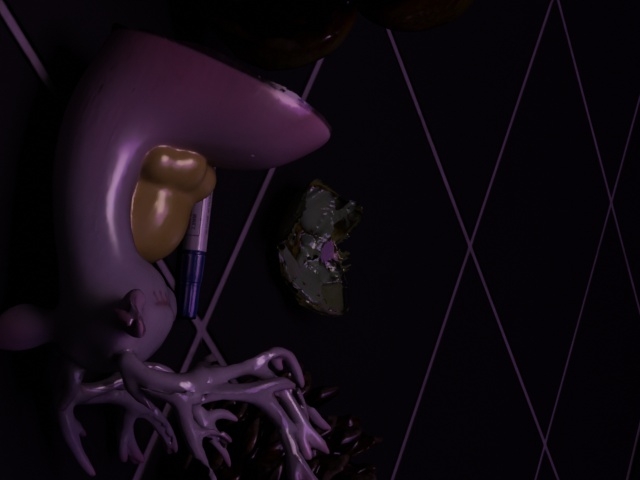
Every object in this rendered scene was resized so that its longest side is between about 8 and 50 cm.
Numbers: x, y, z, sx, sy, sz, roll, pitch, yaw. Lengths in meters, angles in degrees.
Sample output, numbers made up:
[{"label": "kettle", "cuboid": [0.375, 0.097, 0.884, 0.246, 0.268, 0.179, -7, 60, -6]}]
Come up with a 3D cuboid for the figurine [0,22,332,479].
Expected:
[{"label": "figurine", "cuboid": [-0.099, 0.039, 1.171, 0.284, 0.206, 0.315, 38, 71, -45]}]

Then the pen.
[{"label": "pen", "cuboid": [-0.109, -0.030, 1.359, 0.025, 0.025, 0.204, 14, 81, -64]}]

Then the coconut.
[{"label": "coconut", "cuboid": [-0.004, 0.002, 1.543, 0.133, 0.055, 0.158, -57, 144, -47]}]

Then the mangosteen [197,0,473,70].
[{"label": "mangosteen", "cuboid": [0.024, -0.346, 1.271, 0.382, 0.382, 0.435, -63, -178, -39]}]

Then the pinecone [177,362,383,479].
[{"label": "pinecone", "cuboid": [-0.026, 0.215, 1.358, 0.179, 0.205, 0.184, -8, 117, -60]}]
